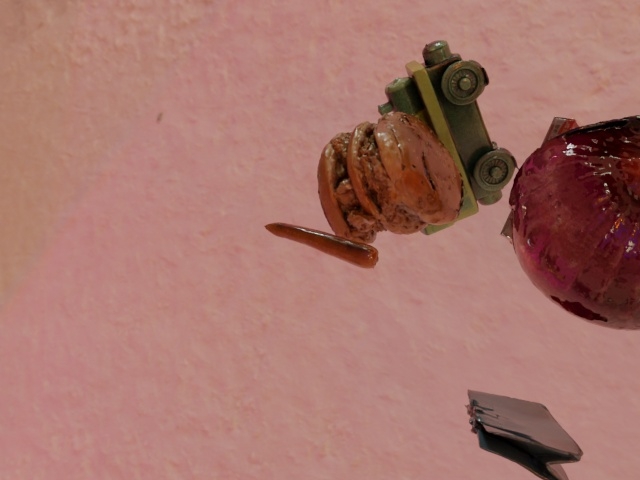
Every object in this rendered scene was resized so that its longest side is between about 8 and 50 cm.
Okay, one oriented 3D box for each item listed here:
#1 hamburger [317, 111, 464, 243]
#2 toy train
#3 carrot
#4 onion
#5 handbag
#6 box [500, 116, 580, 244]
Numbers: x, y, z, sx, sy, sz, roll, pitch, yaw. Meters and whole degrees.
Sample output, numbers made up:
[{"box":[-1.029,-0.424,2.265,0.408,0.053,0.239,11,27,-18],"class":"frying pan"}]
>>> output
[{"box":[0.130,-0.114,1.131,0.211,0.261,0.245,-21,57,35],"class":"hamburger"},{"box":[0.247,-0.215,1.264,0.237,0.368,0.150,-24,22,7],"class":"toy train"},{"box":[0.000,0.000,0.940,0.190,0.037,0.037,19,83,16],"class":"carrot"},{"box":[0.375,-0.003,0.756,0.256,0.272,0.230,-22,58,23],"class":"onion"},{"box":[0.296,0.286,0.927,0.144,0.221,0.057,18,95,8],"class":"handbag"},{"box":[0.364,-0.094,1.003,0.040,0.055,0.218,24,89,45],"class":"box"}]
